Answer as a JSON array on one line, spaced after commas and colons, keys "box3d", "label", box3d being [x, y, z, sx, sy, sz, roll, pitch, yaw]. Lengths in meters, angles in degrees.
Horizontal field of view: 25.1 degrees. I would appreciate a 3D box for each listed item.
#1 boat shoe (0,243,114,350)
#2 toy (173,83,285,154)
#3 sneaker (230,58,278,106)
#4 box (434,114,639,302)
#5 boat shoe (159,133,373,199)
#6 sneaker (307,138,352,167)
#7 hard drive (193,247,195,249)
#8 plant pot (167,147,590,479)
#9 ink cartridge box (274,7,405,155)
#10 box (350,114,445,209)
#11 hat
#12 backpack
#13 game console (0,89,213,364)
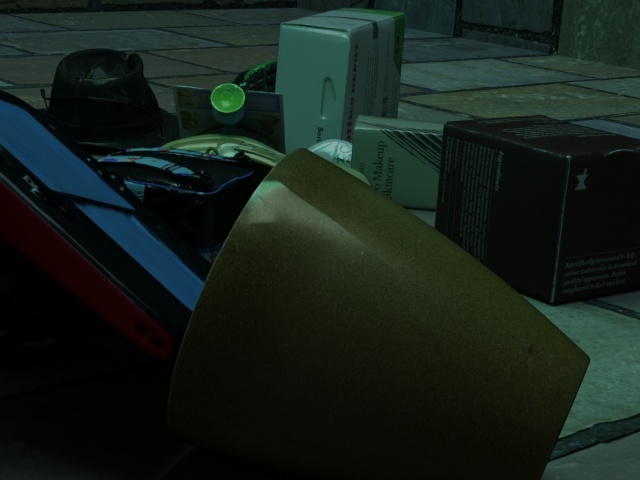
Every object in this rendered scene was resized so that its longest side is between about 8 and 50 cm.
[{"box3d": [-0.352, 0.015, 1.328, 0.340, 0.127, 0.158, 13, 10, 28], "label": "boat shoe"}, {"box3d": [-0.115, -0.112, 1.856, 0.137, 0.237, 0.056, 4, 59, 2], "label": "toy"}, {"box3d": [-0.083, -0.231, 2.386, 0.146, 0.134, 0.343, 2, 5, 18], "label": "sneaker"}, {"box3d": [0.257, -0.042, 1.639, 0.168, 0.167, 0.203, -6, 18, -36], "label": "box"}, {"box3d": [-0.073, -0.064, 1.757, 0.285, 0.104, 0.089, 6, 18, -1], "label": "boat shoe"}, {"box3d": [0.050, -0.112, 2.072, 0.152, 0.054, 0.061, 4, 18, -2], "label": "sneaker"}, {"box3d": [-0.276, 0.013, 1.478, 0.254, 0.054, 0.172, 12, 11, 30], "label": "hard drive"}, {"box3d": [0.055, 0.091, 1.046, 0.254, 0.237, 0.237, 24, 19, 12], "label": "plant pot"}, {"box3d": [0.032, -0.252, 2.281, 0.121, 0.211, 0.289, 10, 16, 18], "label": "ink cartridge box"}, {"box3d": [0.179, -0.100, 1.951, 0.275, 0.113, 0.094, 4, 16, 3], "label": "box"}, {"box3d": [-0.338, -0.230, 2.256, 0.331, 0.134, 0.331, 3, 15, -1], "label": "hat"}, {"box3d": [-0.178, -0.042, 1.619, 0.173, 0.117, 0.158, 9, 16, 16], "label": "backpack"}, {"box3d": [-0.195, -0.023, 1.185, 0.342, 0.060, 0.386, 37, 4, 9], "label": "game console"}]
